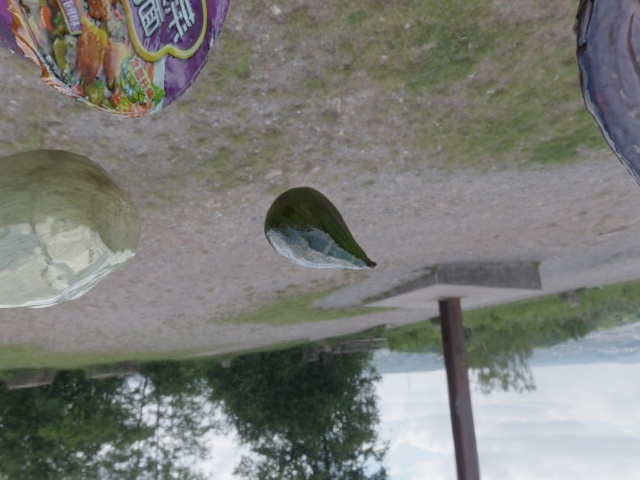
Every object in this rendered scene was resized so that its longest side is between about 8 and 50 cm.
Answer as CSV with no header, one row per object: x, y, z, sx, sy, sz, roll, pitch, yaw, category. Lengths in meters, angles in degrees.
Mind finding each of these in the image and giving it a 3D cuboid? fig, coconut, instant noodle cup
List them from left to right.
-0.355,-0.012,0.598,0.224,0.224,0.224,-3,164,-1,coconut
-0.211,-0.248,0.374,0.190,0.251,0.251,22,168,11,instant noodle cup
0.000,0.000,0.702,0.177,0.117,0.117,40,165,6,fig

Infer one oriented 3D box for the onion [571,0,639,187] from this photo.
0.390,-0.170,0.447,0.315,0.280,0.146,-8,-160,10,onion
